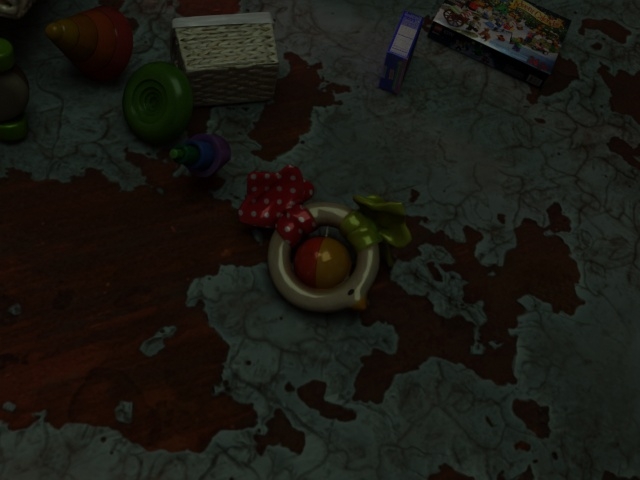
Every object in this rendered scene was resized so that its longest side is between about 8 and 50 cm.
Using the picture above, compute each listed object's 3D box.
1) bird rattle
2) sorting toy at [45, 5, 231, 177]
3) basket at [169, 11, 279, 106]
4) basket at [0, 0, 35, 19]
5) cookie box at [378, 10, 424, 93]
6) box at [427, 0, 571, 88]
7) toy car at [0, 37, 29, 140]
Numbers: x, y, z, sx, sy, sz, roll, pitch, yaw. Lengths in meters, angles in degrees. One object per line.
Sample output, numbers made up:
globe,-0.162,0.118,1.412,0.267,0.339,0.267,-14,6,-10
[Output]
bird rattle,0.000,0.000,1.146,0.253,0.143,0.207,10,76,-2
sorting toy,-0.291,-0.227,1.186,0.365,0.127,0.126,46,19,15
basket,-0.153,-0.291,1.283,0.167,0.113,0.103,-9,65,-15
basket,-0.563,-0.523,1.191,0.331,0.266,0.328,6,31,-7
cookie box,0.139,-0.325,1.370,0.040,0.092,0.107,20,60,4
box,0.334,-0.395,1.473,0.233,0.044,0.159,26,60,4
toy car,-0.516,-0.266,1.188,0.149,0.155,0.188,-6,50,-14
